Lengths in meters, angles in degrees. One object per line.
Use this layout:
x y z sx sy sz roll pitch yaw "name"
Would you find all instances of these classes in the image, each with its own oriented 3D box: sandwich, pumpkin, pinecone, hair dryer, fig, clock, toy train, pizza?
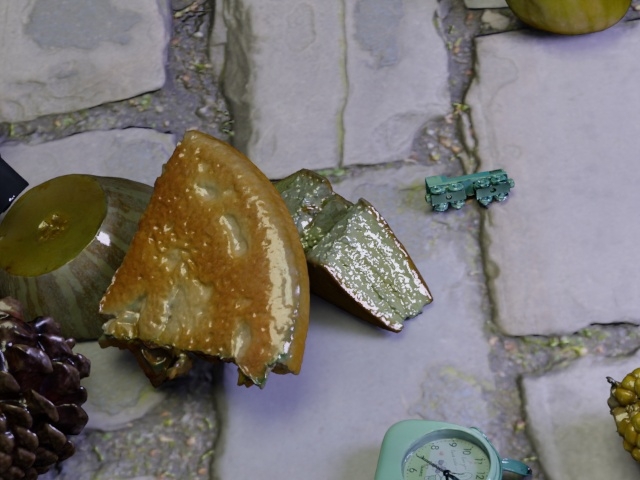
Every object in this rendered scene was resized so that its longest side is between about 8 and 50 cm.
0.000 0.000 1.943 0.244 0.088 0.090 31 63 33 "sandwich"
-0.240 -0.006 1.996 0.217 0.110 0.217 -7 51 9 "pumpkin"
-0.299 0.139 1.824 0.184 0.179 0.204 31 39 9 "pinecone"
-0.349 -0.078 1.957 0.124 0.219 0.071 42 78 -9 "hair dryer"
0.267 -0.286 2.143 0.153 0.121 0.136 10 40 -11 "fig"
0.116 0.212 1.751 0.135 0.041 0.101 4 48 14 "clock"
0.150 -0.053 2.005 0.092 0.029 0.045 -11 30 -3 "toy train"
-0.116 0.044 1.894 0.228 0.081 0.289 -32 60 11 "pizza"

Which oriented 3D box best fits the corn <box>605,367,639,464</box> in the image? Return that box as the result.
0.408 0.143 1.711 0.313 0.102 0.102 -7 46 7 "corn"
